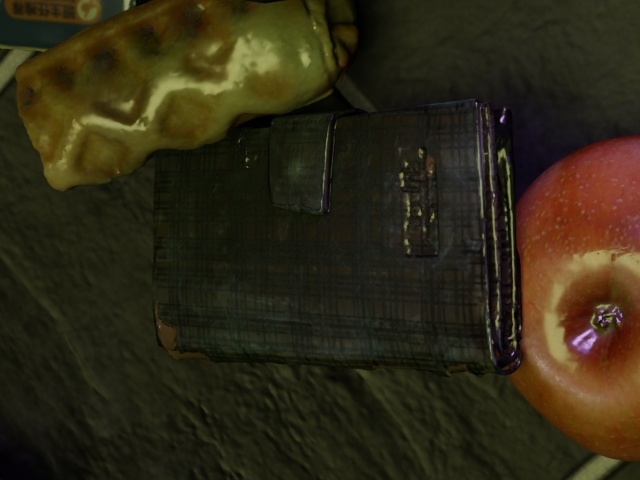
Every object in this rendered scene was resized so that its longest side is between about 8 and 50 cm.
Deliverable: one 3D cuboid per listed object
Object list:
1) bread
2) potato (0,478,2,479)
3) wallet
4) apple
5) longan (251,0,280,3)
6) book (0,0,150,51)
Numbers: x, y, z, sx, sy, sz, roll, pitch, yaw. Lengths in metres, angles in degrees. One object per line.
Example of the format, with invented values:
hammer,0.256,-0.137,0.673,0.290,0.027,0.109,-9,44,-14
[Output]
bread,-0.089,-0.124,1.253,0.232,0.128,0.088,-19,137,9
potato,-0.251,0.256,1.437,0.160,0.111,0.272,-33,102,33
wallet,-0.001,0.000,1.228,0.317,0.044,0.169,-1,91,47
apple,0.197,0.038,1.165,0.201,0.162,0.201,6,106,22
longan,-0.015,-0.345,1.040,0.404,0.404,0.436,44,117,9
book,-0.254,-0.353,1.337,0.300,0.039,0.428,7,105,22
